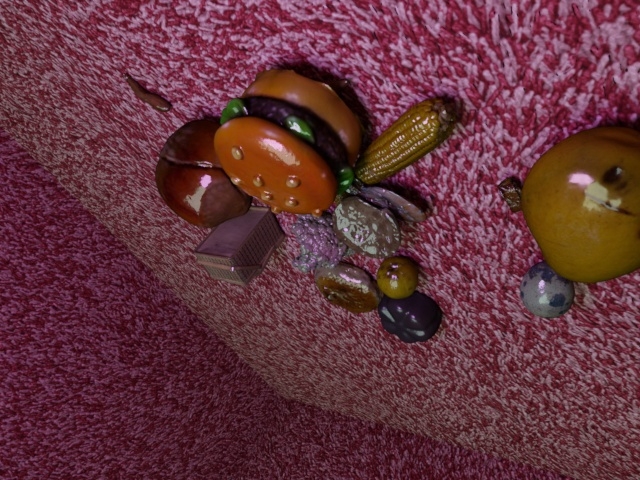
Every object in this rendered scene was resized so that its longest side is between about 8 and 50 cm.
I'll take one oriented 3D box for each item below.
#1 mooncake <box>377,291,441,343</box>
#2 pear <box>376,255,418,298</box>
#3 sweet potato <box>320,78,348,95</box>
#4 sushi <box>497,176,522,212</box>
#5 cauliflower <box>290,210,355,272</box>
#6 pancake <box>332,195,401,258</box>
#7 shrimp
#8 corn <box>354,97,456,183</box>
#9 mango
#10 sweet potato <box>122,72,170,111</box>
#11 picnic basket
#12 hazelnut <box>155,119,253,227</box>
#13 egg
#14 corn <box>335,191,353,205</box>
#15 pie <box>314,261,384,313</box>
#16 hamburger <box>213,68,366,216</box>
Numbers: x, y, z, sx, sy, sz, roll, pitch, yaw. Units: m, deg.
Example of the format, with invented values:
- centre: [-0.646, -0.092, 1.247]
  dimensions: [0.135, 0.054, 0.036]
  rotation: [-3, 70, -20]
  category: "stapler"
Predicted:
- centre: [0.347, 0.298, 1.734]
  dimensions: [0.245, 0.133, 0.245]
  rotation: [27, 144, 22]
  category: "mooncake"
- centre: [0.273, 0.132, 1.563]
  dimensions: [0.149, 0.149, 0.162]
  rotation: [16, 148, 25]
  category: "pear"
- centre: [-0.004, -0.397, 1.205]
  dimensions: [0.218, 0.051, 0.065]
  rotation: [-1, 131, 42]
  category: "sweet potato"
- centre: [0.497, -0.119, 1.131]
  dimensions: [0.055, 0.052, 0.120]
  rotation: [-27, 113, 34]
  category: "sushi"
- centre: [0.000, 0.000, 1.614]
  dimensions: [0.256, 0.239, 0.315]
  rotation: [0, 176, -20]
  category: "cauliflower"
- centre: [0.145, -0.041, 1.388]
  dimensions: [0.236, 0.042, 0.222]
  rotation: [10, 129, 28]
  category: "pancake"
- centre: [0.178, -0.137, 1.332]
  dimensions: [0.317, 0.062, 0.164]
  rotation: [28, 169, 5]
  category: "shrimp"
- centre: [0.210, -0.251, 1.152]
  dimensions: [0.120, 0.120, 0.363]
  rotation: [42, 149, -12]
  category: "corn"
- centre: [0.604, -0.048, 0.982]
  dimensions: [0.301, 0.220, 0.445]
  rotation: [13, 145, 24]
  category: "mango"
- centre: [-0.628, -0.526, 1.585]
  dimensions: [0.214, 0.050, 0.050]
  rotation: [35, 147, 3]
  category: "sweet potato"
- centre: [-0.325, 0.022, 1.783]
  dimensions: [0.228, 0.313, 0.175]
  rotation: [7, 138, 34]
  category: "picnic basket"
- centre: [-0.392, -0.228, 1.521]
  dimensions: [0.372, 0.372, 0.315]
  rotation: [31, -174, 4]
  category: "hazelnut"
- centre: [0.647, 0.140, 1.256]
  dimensions: [0.141, 0.141, 0.181]
  rotation: [8, 131, 34]
  category: "egg"
- centre: [0.086, -0.124, 1.465]
  dimensions: [0.068, 0.068, 0.207]
  rotation: [3, 137, 39]
  category: "corn"
- centre: [0.111, 0.207, 1.853]
  dimensions: [0.315, 0.092, 0.315]
  rotation: [22, 146, 15]
  category: "pie"
- centre: [-0.107, -0.247, 1.215]
  dimensions: [0.396, 0.277, 0.395]
  rotation: [24, 159, 10]
  category: "hamburger"
